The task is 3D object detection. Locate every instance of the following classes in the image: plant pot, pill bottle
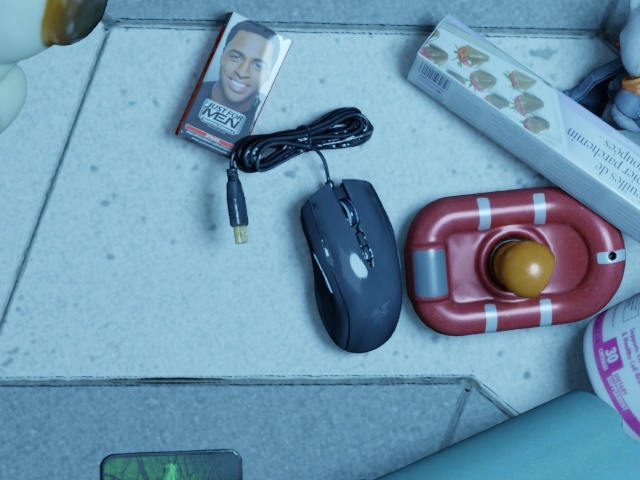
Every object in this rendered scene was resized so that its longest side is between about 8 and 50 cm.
[{"bbox_3d":[0.186,0.337,1.830,0.334,0.341,0.341,-28,99,-12],"label":"plant pot"},{"bbox_3d":[0.425,0.094,1.833,0.283,0.160,0.160,-31,102,32],"label":"pill bottle"}]

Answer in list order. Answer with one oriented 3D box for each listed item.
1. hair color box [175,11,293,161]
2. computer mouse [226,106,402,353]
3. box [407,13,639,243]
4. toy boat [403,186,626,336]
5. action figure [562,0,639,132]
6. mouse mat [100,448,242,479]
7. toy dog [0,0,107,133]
[{"bbox_3d":[-0.090,-0.160,1.863,0.072,0.043,0.141,23,92,-10],"label":"hair color box"},{"bbox_3d":[0.000,0.000,1.861,0.184,0.060,0.262,-12,98,-26],"label":"computer mouse"},{"bbox_3d":[0.239,-0.111,1.859,0.324,0.067,0.063,35,69,6],"label":"box"},{"bbox_3d":[0.209,0.025,1.872,0.231,0.151,0.151,-6,97,-8],"label":"toy boat"},{"bbox_3d":[0.438,-0.143,1.836,0.341,0.178,0.330,-35,120,28],"label":"action figure"},{"bbox_3d":[-0.158,0.319,1.923,0.152,0.007,0.190,-2,97,-8],"label":"mouse mat"},{"bbox_3d":[-0.395,-0.200,1.650,0.408,0.395,0.284,-41,91,6],"label":"toy dog"}]
